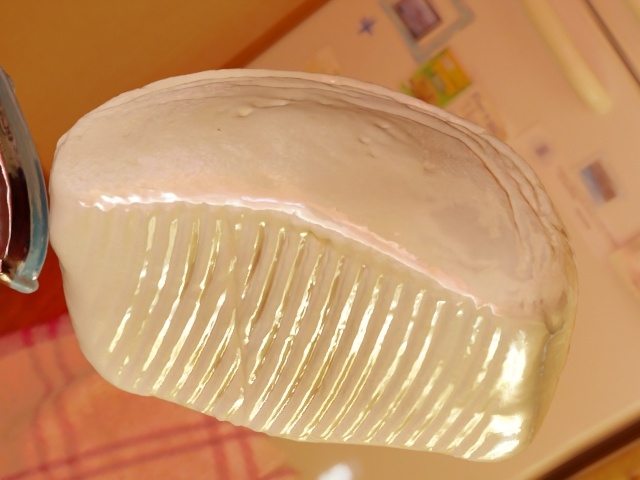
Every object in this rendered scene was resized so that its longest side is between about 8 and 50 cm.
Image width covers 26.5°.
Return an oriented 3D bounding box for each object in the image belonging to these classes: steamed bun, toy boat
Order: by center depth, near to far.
[{"bbox_3d":[0.004,-0.002,1.024,0.247,0.383,0.236,91,14,-45],"label":"steamed bun"},{"bbox_3d":[-0.272,-0.063,1.093,0.097,0.100,0.223,-1,71,-76],"label":"toy boat"}]
